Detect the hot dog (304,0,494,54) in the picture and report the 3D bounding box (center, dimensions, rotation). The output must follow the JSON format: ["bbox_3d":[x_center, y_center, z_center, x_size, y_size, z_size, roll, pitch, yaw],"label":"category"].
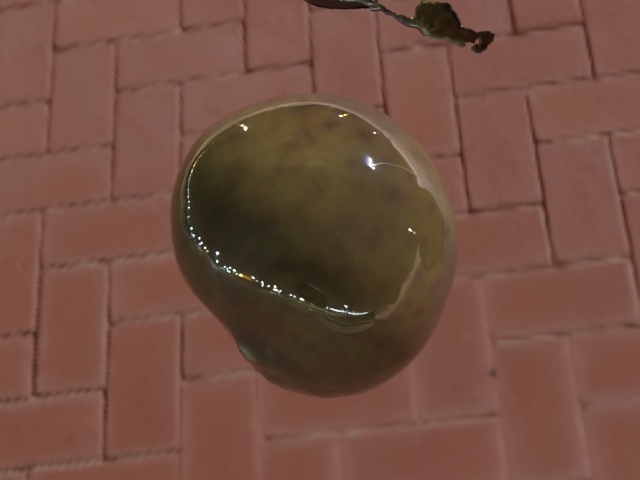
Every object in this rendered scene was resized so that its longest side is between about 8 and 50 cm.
[{"bbox_3d":[0.074,-0.204,0.633,0.326,0.107,0.194,-25,52,29],"label":"hot dog"}]

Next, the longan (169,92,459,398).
[{"bbox_3d":[0.000,0.000,1.010,0.196,0.196,0.220,-37,100,-14],"label":"longan"}]
